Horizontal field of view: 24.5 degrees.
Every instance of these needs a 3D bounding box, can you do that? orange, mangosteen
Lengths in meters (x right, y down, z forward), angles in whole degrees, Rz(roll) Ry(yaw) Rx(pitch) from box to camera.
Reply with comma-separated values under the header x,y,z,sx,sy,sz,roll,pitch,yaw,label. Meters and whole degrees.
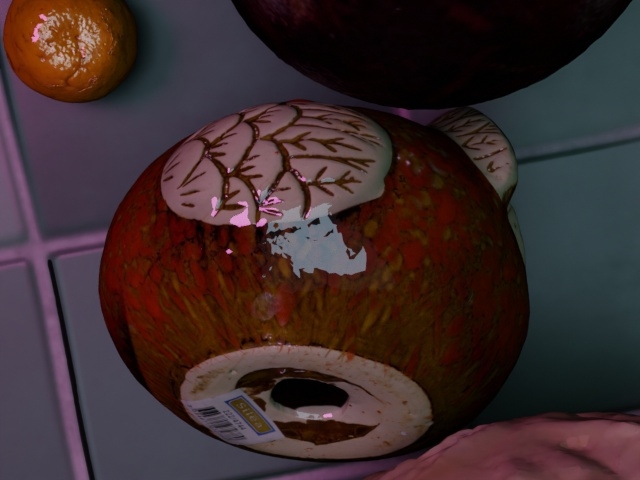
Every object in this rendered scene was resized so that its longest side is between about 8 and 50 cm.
x,y,z,sx,sy,sz,roll,pitch,yaw,label
-0.154,-0.125,0.905,0.083,0.070,0.083,-1,98,-9,orange
0.063,-0.220,0.770,0.293,0.297,0.297,-17,94,0,mangosteen

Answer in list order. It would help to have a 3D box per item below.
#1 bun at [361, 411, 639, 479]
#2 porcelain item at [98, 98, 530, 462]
x,y,z,sx,sy,sz,roll,pitch,yaw,label
0.112,0.196,0.786,0.364,0.364,0.202,-21,82,5,bun
0.000,0.000,0.857,0.253,0.253,0.253,0,95,3,porcelain item
